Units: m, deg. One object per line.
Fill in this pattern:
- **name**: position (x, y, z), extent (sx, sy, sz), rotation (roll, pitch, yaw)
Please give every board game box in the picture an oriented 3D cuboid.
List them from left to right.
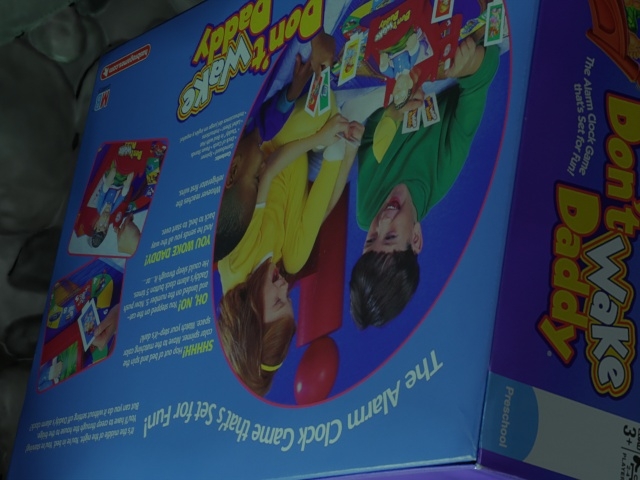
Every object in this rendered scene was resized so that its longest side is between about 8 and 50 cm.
- **board game box**: position (0.000, 0.000, 0.767), extent (0.078, 0.347, 0.233), rotation (21, 70, -30)
